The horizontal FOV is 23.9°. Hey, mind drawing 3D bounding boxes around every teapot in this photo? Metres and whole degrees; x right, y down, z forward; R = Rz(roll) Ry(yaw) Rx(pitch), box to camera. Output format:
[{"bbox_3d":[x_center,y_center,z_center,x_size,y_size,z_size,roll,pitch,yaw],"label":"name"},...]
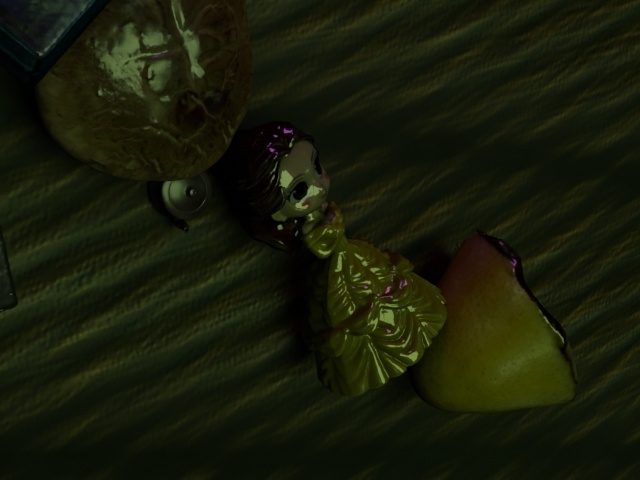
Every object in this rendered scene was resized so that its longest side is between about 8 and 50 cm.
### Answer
[{"bbox_3d":[-0.152,-0.059,1.683,0.068,0.045,0.100,-3,100,-37],"label":"teapot"}]

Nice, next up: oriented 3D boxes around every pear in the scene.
[{"bbox_3d":[0.188,0.136,1.856,0.178,0.267,0.267,-35,117,-10],"label":"pear"}]

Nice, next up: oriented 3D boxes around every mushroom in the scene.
[{"bbox_3d":[-0.175,-0.195,1.582,0.278,0.146,0.278,-5,99,-34],"label":"mushroom"}]

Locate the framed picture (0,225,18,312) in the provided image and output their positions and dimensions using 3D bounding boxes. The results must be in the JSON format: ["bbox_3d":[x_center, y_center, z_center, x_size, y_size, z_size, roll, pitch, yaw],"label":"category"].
[{"bbox_3d":[-0.444,-0.048,1.494,0.244,0.013,0.324,-20,108,-33],"label":"framed picture"}]

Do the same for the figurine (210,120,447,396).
[{"bbox_3d":[0.003,0.000,1.728,0.187,0.168,0.315,-40,120,-14],"label":"figurine"}]

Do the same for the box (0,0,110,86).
[{"bbox_3d":[-0.295,-0.336,1.429,0.279,0.116,0.261,39,70,-7],"label":"box"}]
